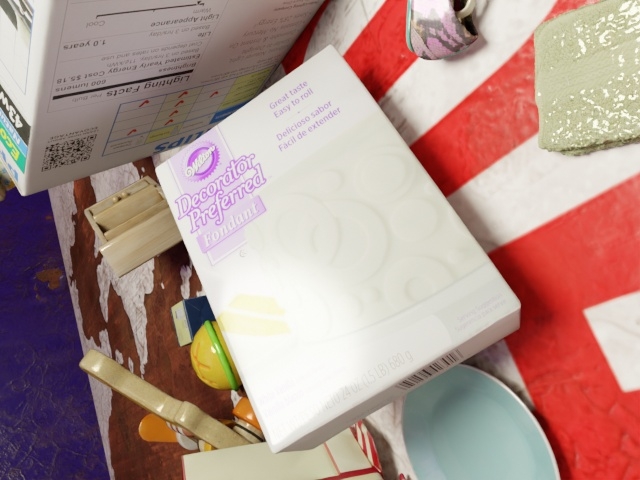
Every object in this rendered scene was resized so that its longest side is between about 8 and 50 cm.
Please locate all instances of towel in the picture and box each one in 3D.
[{"bbox_3d":[0.217,-0.121,0.363,0.148,0.027,0.110,-4,95,54],"label":"towel"}]

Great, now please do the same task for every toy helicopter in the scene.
[{"bbox_3d":[-0.244,0.292,0.882,0.354,0.140,0.235,32,154,0],"label":"toy helicopter"}]

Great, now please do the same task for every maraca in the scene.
[{"bbox_3d":[-0.169,0.203,0.904,0.186,0.099,0.127,100,146,-66],"label":"maraca"}]

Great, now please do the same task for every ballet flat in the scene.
[{"bbox_3d":[0.110,-0.275,0.452,0.079,0.076,0.222,2,103,35],"label":"ballet flat"}]

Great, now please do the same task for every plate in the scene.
[{"bbox_3d":[0.155,0.211,0.518,0.188,0.024,0.188,17,111,51],"label":"plate"}]

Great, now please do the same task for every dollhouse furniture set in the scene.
[{"bbox_3d":[-0.421,-0.168,0.954,0.256,0.362,0.395,30,148,54],"label":"dollhouse furniture set"}]

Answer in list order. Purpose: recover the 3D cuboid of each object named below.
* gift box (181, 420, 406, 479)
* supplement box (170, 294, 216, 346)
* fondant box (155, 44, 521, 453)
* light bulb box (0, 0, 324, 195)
[{"bbox_3d":[-0.025,0.367,0.611,0.276,0.257,0.255,-127,39,-62],"label":"gift box"},{"bbox_3d":[-0.251,0.160,1.034,0.083,0.056,0.084,-29,73,52],"label":"supplement box"},{"bbox_3d":[0.000,0.000,0.522,0.238,0.096,0.331,-33,63,7],"label":"fondant box"},{"bbox_3d":[-0.219,-0.275,0.616,0.225,0.357,0.361,58,141,3],"label":"light bulb box"}]
